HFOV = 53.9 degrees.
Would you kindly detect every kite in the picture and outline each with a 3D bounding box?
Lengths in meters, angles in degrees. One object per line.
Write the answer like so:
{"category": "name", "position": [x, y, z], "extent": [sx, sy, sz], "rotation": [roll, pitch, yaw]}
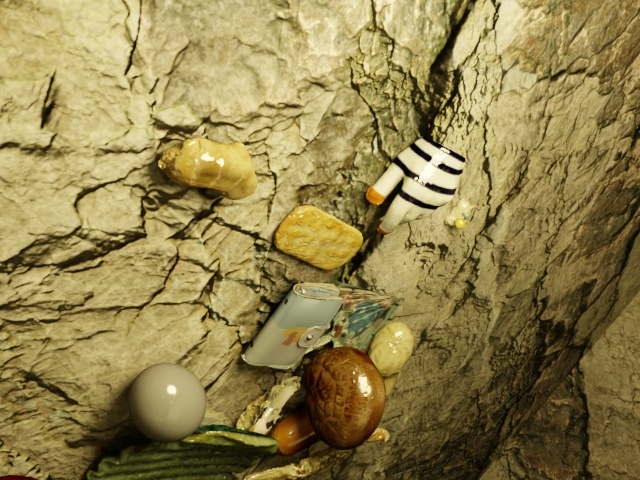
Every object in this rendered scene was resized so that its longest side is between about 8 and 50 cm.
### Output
{"category": "kite", "position": [0.062, 0.217, 1.572], "extent": [0.368, 0.014, 0.406], "rotation": [-24, 140, -22]}

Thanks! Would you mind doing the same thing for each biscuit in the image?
{"category": "biscuit", "position": [0.000, 0.000, 1.289], "extent": [0.118, 0.029, 0.247], "rotation": [-50, 142, 11]}

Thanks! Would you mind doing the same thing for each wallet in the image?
{"category": "wallet", "position": [-0.060, 0.187, 1.392], "extent": [0.170, 0.069, 0.231], "rotation": [13, 123, -43]}

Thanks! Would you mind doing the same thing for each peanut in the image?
{"category": "peanut", "position": [0.171, 0.339, 1.698], "extent": [0.125, 0.111, 0.274], "rotation": [-51, 161, -55]}

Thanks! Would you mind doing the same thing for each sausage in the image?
{"category": "sausage", "position": [-0.013, 0.491, 1.702], "extent": [0.274, 0.105, 0.105], "rotation": [-22, 139, -22]}

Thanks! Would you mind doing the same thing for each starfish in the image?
{"category": "starfish", "position": [-0.056, 0.608, 1.694], "extent": [0.432, 0.082, 0.324], "rotation": [-12, 161, -31]}

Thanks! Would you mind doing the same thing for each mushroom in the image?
{"category": "mushroom", "position": [0.051, 0.378, 1.516], "extent": [0.153, 0.253, 0.253], "rotation": [4, 125, -28]}

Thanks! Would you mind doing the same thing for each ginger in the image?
{"category": "ginger", "position": [-0.165, -0.113, 0.999], "extent": [0.190, 0.069, 0.095], "rotation": [9, 142, -47]}

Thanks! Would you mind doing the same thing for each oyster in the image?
{"category": "oyster", "position": [-0.131, 0.403, 1.538], "extent": [0.209, 0.072, 0.133], "rotation": [-57, 155, 16]}

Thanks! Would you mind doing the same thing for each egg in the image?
{"category": "egg", "position": [-0.299, 0.322, 1.241], "extent": [0.146, 0.146, 0.199], "rotation": [-28, 148, -18]}

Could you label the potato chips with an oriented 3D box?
{"category": "potato chips", "position": [-0.309, 0.513, 1.440], "extent": [0.429, 0.070, 0.358], "rotation": [13, 134, -38]}

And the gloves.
{"category": "gloves", "position": [0.194, -0.097, 1.291], "extent": [0.140, 0.131, 0.219], "rotation": [17, 105, -46]}

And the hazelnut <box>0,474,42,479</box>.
{"category": "hazelnut", "position": [-0.570, 0.553, 1.177], "extent": [0.229, 0.229, 0.229], "rotation": [-24, 139, -22]}

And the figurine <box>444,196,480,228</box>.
{"category": "figurine", "position": [0.342, -0.061, 1.519], "extent": [0.047, 0.050, 0.083], "rotation": [23, 109, -45]}
